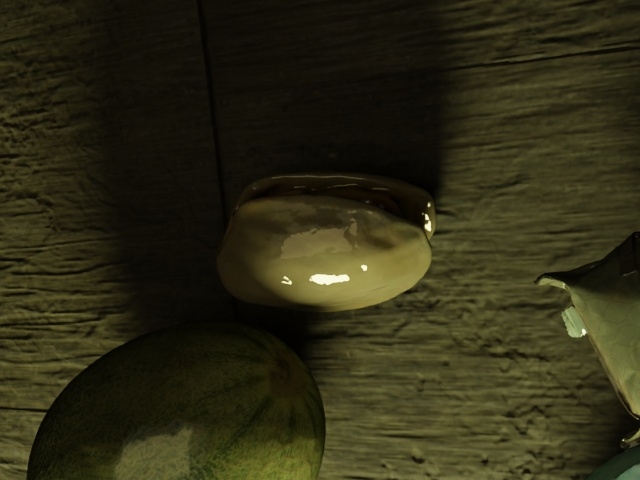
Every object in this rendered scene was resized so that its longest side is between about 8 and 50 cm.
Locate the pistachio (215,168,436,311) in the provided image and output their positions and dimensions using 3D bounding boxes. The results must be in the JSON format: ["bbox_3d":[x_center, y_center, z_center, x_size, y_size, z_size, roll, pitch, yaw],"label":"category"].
[{"bbox_3d":[0.000,0.000,1.074,0.223,0.126,0.152,-14,125,27],"label":"pistachio"}]

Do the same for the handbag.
[{"bbox_3d":[0.313,0.034,0.892,0.270,0.117,0.182,-31,82,23],"label":"handbag"}]

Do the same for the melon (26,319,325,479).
[{"bbox_3d":[-0.141,0.211,1.124,0.329,0.248,0.248,-39,79,24],"label":"melon"}]

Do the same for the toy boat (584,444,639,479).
[{"bbox_3d":[0.291,0.287,0.975,0.215,0.123,0.330,40,105,10],"label":"toy boat"}]
